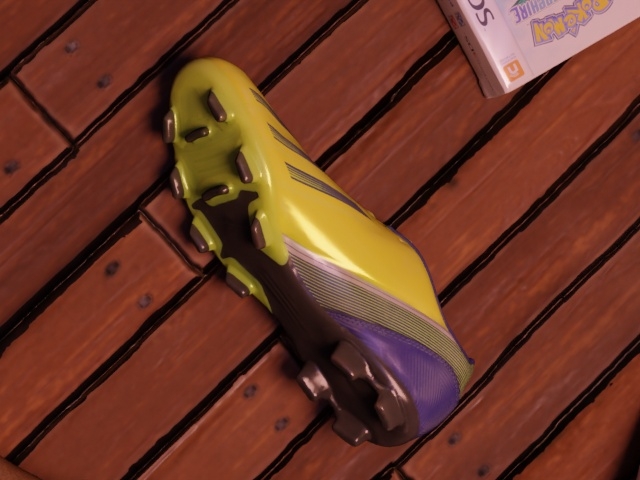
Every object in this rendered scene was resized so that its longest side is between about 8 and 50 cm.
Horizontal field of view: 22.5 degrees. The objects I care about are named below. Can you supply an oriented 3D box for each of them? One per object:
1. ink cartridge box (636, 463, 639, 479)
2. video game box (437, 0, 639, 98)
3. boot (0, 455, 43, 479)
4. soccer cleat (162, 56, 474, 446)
[{"bbox_3d":[0.264,0.273,1.044,0.165,0.065,0.333,33,53,-16],"label":"ink cartridge box"},{"bbox_3d":[0.161,-0.227,1.107,0.205,0.048,0.187,-31,99,-9],"label":"video game box"},{"bbox_3d":[-0.129,0.207,1.044,0.305,0.112,0.115,37,53,-5],"label":"boot"},{"bbox_3d":[0.000,0.001,1.070,0.121,0.093,0.289,-34,93,-40],"label":"soccer cleat"}]
